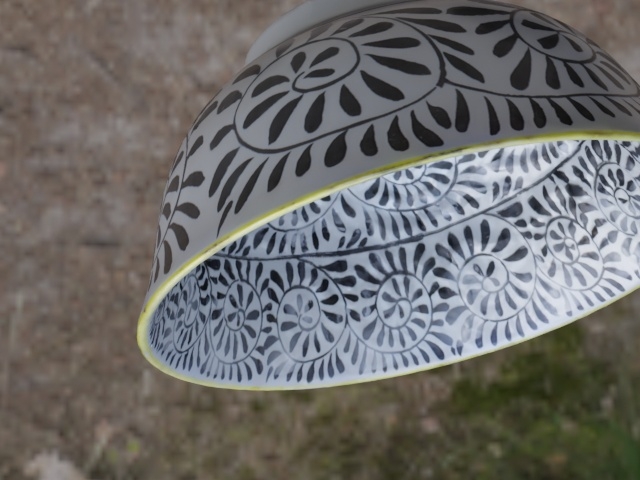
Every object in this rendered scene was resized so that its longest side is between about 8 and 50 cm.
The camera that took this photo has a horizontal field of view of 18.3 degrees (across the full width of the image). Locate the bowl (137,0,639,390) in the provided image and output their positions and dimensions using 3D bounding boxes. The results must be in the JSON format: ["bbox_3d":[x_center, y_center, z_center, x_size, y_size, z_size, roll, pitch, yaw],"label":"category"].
[{"bbox_3d":[0.023,-0.024,0.571,0.170,0.080,0.170,-12,160,-5],"label":"bowl"}]
